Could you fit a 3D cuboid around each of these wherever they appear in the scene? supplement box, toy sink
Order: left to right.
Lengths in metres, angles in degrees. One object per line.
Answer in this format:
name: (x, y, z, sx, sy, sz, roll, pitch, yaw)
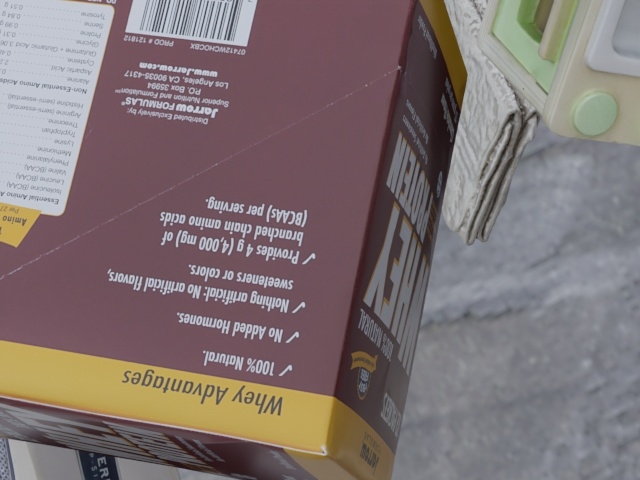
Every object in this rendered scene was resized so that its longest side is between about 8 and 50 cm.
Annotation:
supplement box: (-0.056, -0.012, 0.715, 0.191, 0.129, 0.194, 8, 76, 14)
toy sink: (0.217, -0.155, 1.244, 0.131, 0.153, 0.234, 5, 27, -21)

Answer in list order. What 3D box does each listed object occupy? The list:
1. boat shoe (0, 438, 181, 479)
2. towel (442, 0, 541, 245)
boat shoe: (-0.154, 0.158, 1.131, 0.127, 0.341, 0.158, -9, 18, -21)
towel: (0.160, -0.143, 1.905, 0.049, 0.187, 0.282, 6, 39, -18)
